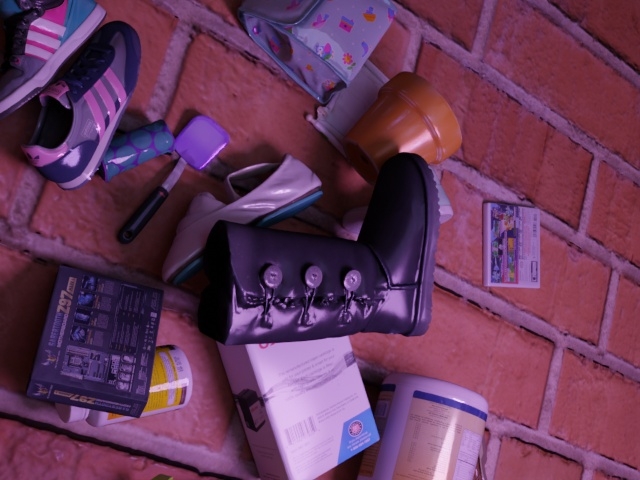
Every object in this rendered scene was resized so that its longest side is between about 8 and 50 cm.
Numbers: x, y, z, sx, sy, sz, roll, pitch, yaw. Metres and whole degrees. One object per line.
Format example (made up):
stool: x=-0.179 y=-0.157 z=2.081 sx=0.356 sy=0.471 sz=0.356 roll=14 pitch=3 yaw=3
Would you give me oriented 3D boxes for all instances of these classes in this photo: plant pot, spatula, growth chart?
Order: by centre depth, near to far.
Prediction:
spatula: x=-0.279 y=-0.110 z=1.600 sx=0.084 sy=0.030 sz=0.296 roll=45 pitch=64 yaw=-22
plant pot: x=0.156 y=-0.215 z=1.801 sx=0.188 sy=0.205 sz=0.205 roll=-39 pitch=108 yaw=-14
growth chart: x=0.086 y=-0.283 z=1.874 sx=0.172 sy=0.021 sz=0.237 roll=48 pitch=62 yaw=-23

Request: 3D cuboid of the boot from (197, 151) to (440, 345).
boot: x=0.000 y=0.002 z=1.577 sx=0.445 sy=0.146 sz=0.366 roll=2 pitch=83 yaw=-29

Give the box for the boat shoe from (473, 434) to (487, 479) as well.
boat shoe: x=0.314 y=0.551 z=1.920 sx=0.104 sy=0.111 sz=0.307 roll=-4 pitch=79 yaw=-31

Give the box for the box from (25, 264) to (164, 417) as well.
box: x=-0.362 y=0.162 z=1.412 sx=0.183 sy=0.059 sz=0.232 roll=15 pitch=44 yaw=-18

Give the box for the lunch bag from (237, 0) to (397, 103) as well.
lunch bag: x=-0.013 y=-0.450 z=1.740 sx=0.262 sy=0.160 sz=0.223 roll=39 pitch=68 yaw=-14

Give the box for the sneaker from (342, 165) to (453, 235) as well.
sneaker: x=0.150 y=-0.097 z=1.875 sx=0.256 sy=0.094 sz=0.151 roll=-8 pitch=67 yaw=-22

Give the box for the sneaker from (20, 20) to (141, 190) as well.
sneaker: x=-0.400 y=-0.250 z=1.454 sx=0.131 sy=0.112 sz=0.319 roll=44 pitch=56 yaw=-60

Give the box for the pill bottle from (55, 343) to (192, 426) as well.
pill bottle: x=-0.337 y=0.249 z=1.477 sx=0.215 sy=0.117 sz=0.117 roll=-6 pitch=90 yaw=-35

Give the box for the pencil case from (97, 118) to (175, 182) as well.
pencil case: x=-0.335 y=-0.161 z=1.544 sx=0.152 sy=0.070 sz=0.064 roll=-30 pitch=68 yaw=-30

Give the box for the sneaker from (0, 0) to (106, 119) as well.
sneaker: x=-0.496 y=-0.345 z=1.409 sx=0.178 sy=0.124 sz=0.295 roll=48 pitch=54 yaw=-28

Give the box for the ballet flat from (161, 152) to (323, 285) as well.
ballet flat: x=-0.166 y=-0.053 z=1.631 sx=0.400 sy=0.139 sz=0.139 roll=-33 pitch=105 yaw=-36

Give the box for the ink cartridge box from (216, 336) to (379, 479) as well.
ink cartridge box: x=-0.044 y=0.284 z=1.670 sx=0.223 sy=0.129 sz=0.307 roll=-21 pitch=97 yaw=-34

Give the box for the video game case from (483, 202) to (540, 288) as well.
video game case: x=0.468 y=0.014 z=2.115 sx=0.183 sy=0.023 sz=0.201 roll=4 pitch=85 yaw=-35

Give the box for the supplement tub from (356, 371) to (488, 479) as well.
supplement tub: x=0.202 y=0.449 z=1.767 sx=0.228 sy=0.228 sz=0.316 roll=26 pitch=72 yaw=-30

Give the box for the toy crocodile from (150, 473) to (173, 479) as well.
toy crocodile: x=-0.167 y=0.491 z=1.576 sx=0.341 sy=0.115 sz=0.105 roll=16 pitch=77 yaw=-33
